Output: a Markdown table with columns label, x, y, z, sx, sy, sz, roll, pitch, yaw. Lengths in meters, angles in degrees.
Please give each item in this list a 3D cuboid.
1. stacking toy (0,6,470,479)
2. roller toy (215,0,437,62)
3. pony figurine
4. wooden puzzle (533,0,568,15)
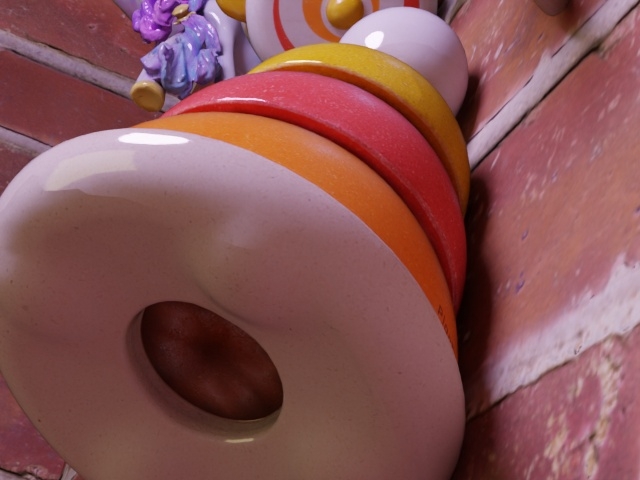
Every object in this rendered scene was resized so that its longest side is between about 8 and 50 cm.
| label | x | y | z | sx | sy | sz | roll | pitch | yaw |
| --- | --- | --- | --- | --- | --- | --- | --- | --- | --- |
| stacking toy | 0.004 | -0.028 | 1.106 | 0.351 | 0.350 | 0.480 | -57 | -1 | 42 |
| roller toy | 0.014 | -0.240 | 1.451 | 0.191 | 0.209 | 0.146 | -38 | 18 | 4 |
| pony figurine | -0.136 | -0.271 | 1.905 | 0.302 | 0.351 | 0.363 | -18 | 38 | 25 |
| wooden puzzle | 0.072 | -0.278 | 1.052 | 0.044 | 0.221 | 0.239 | -40 | 59 | 15 |
